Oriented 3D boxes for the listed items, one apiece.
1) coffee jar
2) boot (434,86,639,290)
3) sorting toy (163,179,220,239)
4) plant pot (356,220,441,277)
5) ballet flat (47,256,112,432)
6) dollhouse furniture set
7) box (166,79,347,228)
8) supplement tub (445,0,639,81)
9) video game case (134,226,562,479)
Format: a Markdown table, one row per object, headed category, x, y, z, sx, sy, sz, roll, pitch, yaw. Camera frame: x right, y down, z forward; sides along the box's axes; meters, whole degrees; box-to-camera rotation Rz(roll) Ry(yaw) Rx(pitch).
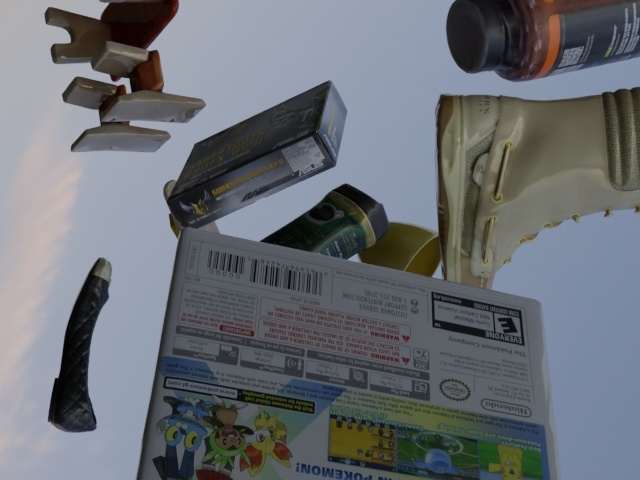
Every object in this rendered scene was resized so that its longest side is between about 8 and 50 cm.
| category | x | y | z | sx | sy | sz | roll | pitch | yaw |
| --- | --- | --- | --- | --- | --- | --- | --- | --- | --- |
| coffee jar | 0.000 | 0.000 | 1.385 | 0.184 | 0.079 | 0.096 | -36 | -141 | -18 |
| boot | 0.214 | -0.023 | 0.978 | 0.203 | 0.262 | 0.095 | -3 | -151 | 6 |
| sorting toy | -0.190 | 0.016 | 1.667 | 0.038 | 0.193 | 0.208 | -22 | -103 | 11 |
| plant pot | 0.111 | 0.023 | 1.532 | 0.095 | 0.134 | 0.134 | 35 | -101 | 23 |
| ballet flat | -0.228 | 0.102 | 1.006 | 0.057 | 0.049 | 0.173 | 156 | -55 | -76 |
| dollhouse furniture set | -0.152 | -0.243 | 0.967 | 0.259 | 0.135 | 0.262 | -31 | -114 | 50 |
| box | -0.081 | -0.116 | 1.382 | 0.231 | 0.056 | 0.183 | -22 | -154 | 19 |
| supplement tub | 0.219 | -0.208 | 0.957 | 0.198 | 0.106 | 0.106 | -14 | -156 | -21 |
| video game case | 0.031 | 0.143 | 0.801 | 0.036 | 0.329 | 0.300 | 114 | -16 | -49 |
